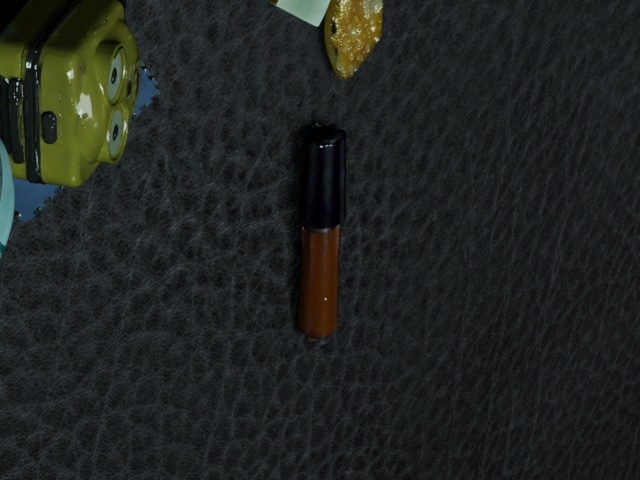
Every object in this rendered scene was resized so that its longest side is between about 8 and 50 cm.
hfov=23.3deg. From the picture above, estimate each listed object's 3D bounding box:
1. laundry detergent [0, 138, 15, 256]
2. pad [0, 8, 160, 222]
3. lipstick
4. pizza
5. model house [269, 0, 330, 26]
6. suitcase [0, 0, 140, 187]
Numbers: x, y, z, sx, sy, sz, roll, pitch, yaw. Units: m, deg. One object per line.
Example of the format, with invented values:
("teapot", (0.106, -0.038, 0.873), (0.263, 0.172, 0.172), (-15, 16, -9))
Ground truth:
("laundry detergent", (-0.512, -0.054, 1.707), (0.287, 0.287, 0.305), (-55, 143, 1))
("pad", (-0.351, -0.184, 2.003), (0.269, 0.012, 0.269), (-45, 142, -12))
("lipstick", (0.000, 0.000, 2.465), (0.077, 0.077, 0.418), (-27, 136, -31))
("pizza", (0.046, -0.317, 2.298), (0.099, 0.036, 0.160), (-29, 137, -28))
("model house", (-0.029, -0.386, 2.092), (0.100, 0.127, 0.149), (21, 105, -52))
("suitcase", (-0.299, -0.187, 1.862), (0.235, 0.143, 0.194), (-69, 167, -55))
